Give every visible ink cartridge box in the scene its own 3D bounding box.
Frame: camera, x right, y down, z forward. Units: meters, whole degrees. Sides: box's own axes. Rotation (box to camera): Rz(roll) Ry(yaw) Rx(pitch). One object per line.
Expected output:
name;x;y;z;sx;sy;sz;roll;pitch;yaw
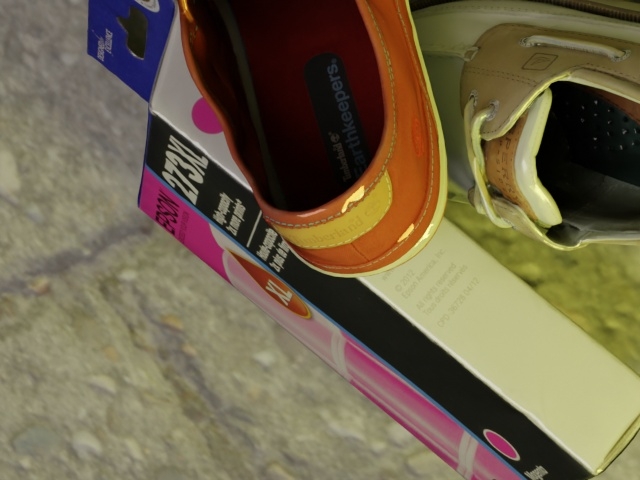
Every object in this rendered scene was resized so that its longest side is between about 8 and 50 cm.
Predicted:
ink cartridge box;0.000;0.000;1.028;0.371;0.069;0.176;42;164;5

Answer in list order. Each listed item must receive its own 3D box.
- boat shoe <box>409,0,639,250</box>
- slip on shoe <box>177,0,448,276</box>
boat shoe;0.113;-0.059;0.934;0.302;0.103;0.113;0;121;34
slip on shoe;-0.025;-0.144;0.903;0.123;0.101;0.331;-19;79;14
